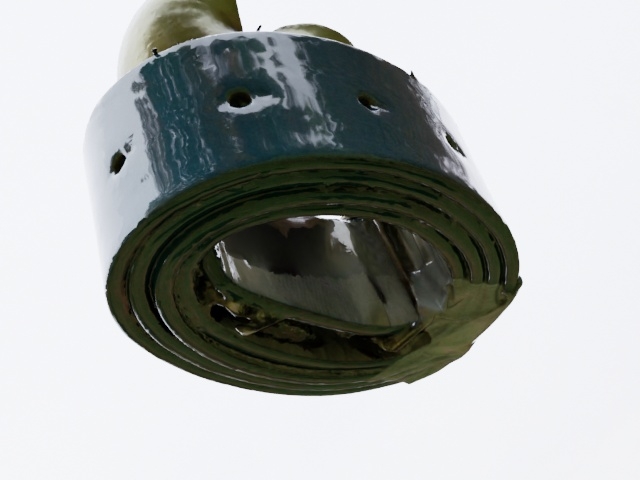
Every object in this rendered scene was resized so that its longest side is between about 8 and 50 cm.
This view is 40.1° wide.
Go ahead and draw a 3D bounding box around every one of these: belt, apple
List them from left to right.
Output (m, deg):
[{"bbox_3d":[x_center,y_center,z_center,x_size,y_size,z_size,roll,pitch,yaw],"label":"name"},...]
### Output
[{"bbox_3d":[-0.113,-0.164,1.056,0.233,0.295,0.258,-46,-12,-36],"label":"apple"},{"bbox_3d":[-0.001,0.000,0.772,0.300,0.173,0.436,-34,-33,23],"label":"belt"}]
